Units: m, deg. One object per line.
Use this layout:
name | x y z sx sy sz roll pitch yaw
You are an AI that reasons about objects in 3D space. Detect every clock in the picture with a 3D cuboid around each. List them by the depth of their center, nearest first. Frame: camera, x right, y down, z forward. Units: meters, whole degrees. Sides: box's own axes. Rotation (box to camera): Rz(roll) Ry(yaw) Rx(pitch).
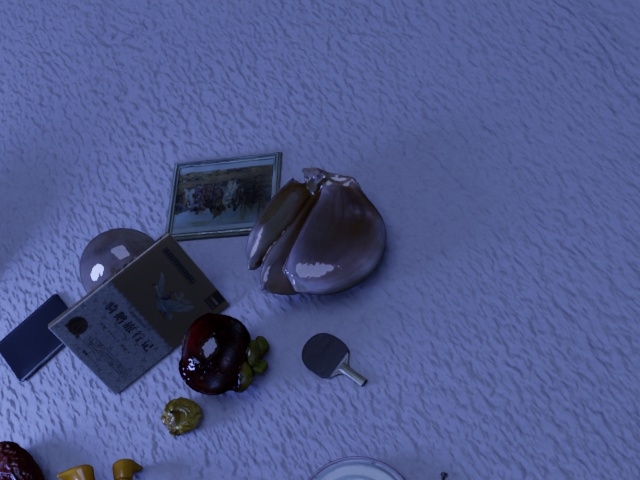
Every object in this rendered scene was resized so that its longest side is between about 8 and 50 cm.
clock | 0.064 0.515 1.662 0.245 0.056 0.244 -7 61 13

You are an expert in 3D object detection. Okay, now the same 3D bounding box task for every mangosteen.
mangosteen | -0.193 0.234 1.834 0.180 0.166 0.166 14 66 -4

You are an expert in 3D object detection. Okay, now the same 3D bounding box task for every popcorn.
popcorn | -0.287 0.350 1.838 0.084 0.084 0.084 -7 62 13

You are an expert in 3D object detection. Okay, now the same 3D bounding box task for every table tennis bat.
table tennis bat | 0.029 0.245 1.836 0.156 0.013 0.087 33 76 29

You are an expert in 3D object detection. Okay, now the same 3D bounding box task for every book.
book | -0.374 0.154 1.900 0.310 0.217 0.021 -39 26 -4

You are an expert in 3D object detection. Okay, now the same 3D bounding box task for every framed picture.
framed picture | -0.223 -0.102 2.088 0.275 0.017 0.217 -6 63 13

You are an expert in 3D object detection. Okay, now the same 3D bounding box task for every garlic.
garlic | -0.001 -0.001 1.903 0.279 0.132 0.325 12 65 22

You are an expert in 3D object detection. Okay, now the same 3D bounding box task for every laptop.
laptop | -0.631 0.216 2.046 0.180 0.016 0.129 -43 60 -7

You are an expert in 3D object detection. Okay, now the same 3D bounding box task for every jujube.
jujube | -0.626 0.486 1.853 0.112 0.109 0.176 -16 50 -32

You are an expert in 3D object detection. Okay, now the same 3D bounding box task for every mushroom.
mushroom | -0.412 0.056 1.984 0.204 0.204 0.204 -7 62 13

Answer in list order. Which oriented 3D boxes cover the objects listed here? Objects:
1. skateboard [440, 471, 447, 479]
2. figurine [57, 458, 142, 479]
skateboard | 0.256 0.452 1.654 0.083 0.032 0.063 -1 53 19
figurine | -0.395 0.578 1.704 0.215 0.187 0.343 -15 53 -8
